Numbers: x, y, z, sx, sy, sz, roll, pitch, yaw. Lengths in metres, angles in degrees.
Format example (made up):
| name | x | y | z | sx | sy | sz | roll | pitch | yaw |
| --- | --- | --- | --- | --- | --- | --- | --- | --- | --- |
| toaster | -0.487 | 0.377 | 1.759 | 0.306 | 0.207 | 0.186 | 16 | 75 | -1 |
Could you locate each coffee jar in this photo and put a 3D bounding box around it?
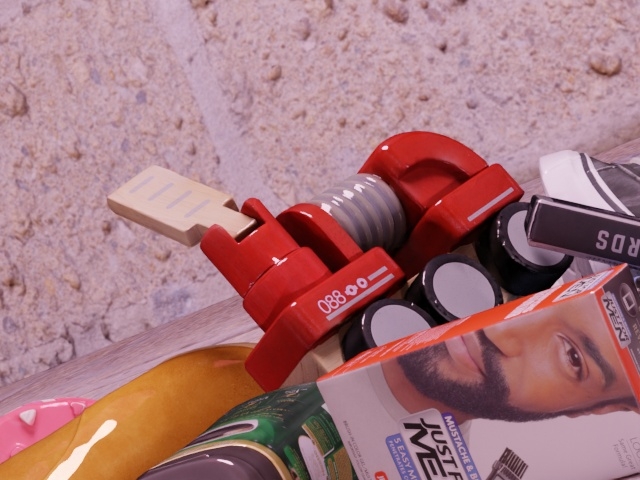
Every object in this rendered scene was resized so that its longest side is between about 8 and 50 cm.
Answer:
| name | x | y | z | sx | sy | sz | roll | pitch | yaw |
| --- | --- | --- | --- | --- | --- | --- | --- | --- | --- |
| coffee jar | -0.040 | 0.139 | 1.092 | 0.096 | 0.079 | 0.184 | -19 | 3 | 20 |

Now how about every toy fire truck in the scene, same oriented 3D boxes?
| name | x | y | z | sx | sy | sz | roll | pitch | yaw |
| --- | --- | --- | --- | --- | --- | --- | --- | --- | --- |
| toy fire truck | 0.000 | 0.000 | 1.287 | 0.217 | 0.246 | 0.158 | -33 | -13 | -40 |

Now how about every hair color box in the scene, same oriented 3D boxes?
| name | x | y | z | sx | sy | sz | roll | pitch | yaw |
| --- | --- | --- | --- | --- | --- | --- | --- | --- | --- |
| hair color box | 0.091 | 0.083 | 0.992 | 0.167 | 0.093 | 0.053 | -21 | 4 | 32 |

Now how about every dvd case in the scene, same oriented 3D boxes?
| name | x | y | z | sx | sy | sz | roll | pitch | yaw |
| --- | --- | --- | --- | --- | --- | --- | --- | --- | --- |
| dvd case | 0.205 | 0.007 | 1.124 | 0.179 | 0.030 | 0.238 | 13 | 3 | 5 |

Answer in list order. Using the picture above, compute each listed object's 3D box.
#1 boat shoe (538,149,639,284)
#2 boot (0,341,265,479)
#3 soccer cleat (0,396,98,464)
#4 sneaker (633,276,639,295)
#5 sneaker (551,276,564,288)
| name | x | y | z | sx | sy | sz | roll | pitch | yaw |
| --- | --- | --- | --- | --- | --- | --- | --- | --- | --- |
| boat shoe | 0.232 | 0.002 | 1.409 | 0.119 | 0.121 | 0.335 | -15 | 14 | 1 |
| boot | -0.158 | 0.176 | 1.291 | 0.295 | 0.104 | 0.211 | -26 | 6 | 29 |
| soccer cleat | -0.298 | 0.209 | 1.802 | 0.248 | 0.083 | 0.095 | -26 | -1 | -11 |
| sneaker | 0.151 | 0.065 | 1.052 | 0.221 | 0.083 | 0.087 | -13 | -4 | 41 |
| sneaker | 0.204 | 0.028 | 1.677 | 0.158 | 0.061 | 0.065 | -19 | -23 | 36 |
